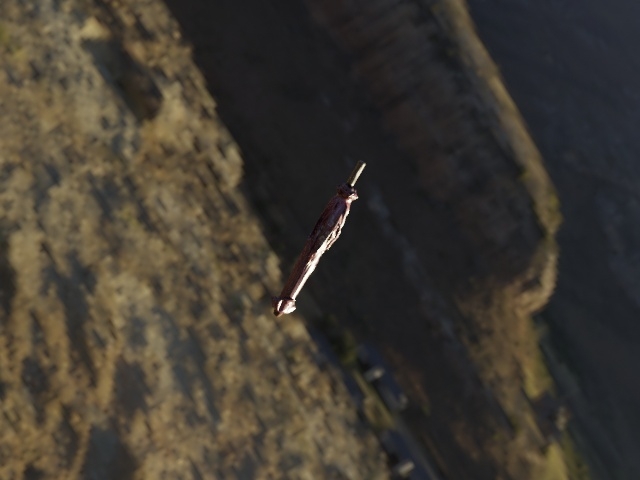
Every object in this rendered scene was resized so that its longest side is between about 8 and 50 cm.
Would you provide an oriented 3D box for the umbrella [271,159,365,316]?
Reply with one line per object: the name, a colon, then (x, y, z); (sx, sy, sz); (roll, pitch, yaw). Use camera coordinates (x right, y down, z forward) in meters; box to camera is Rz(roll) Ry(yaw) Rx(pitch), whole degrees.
umbrella: (0.000, 0.000, 1.382); (0.025, 0.165, 0.027); (31, 10, 6)
